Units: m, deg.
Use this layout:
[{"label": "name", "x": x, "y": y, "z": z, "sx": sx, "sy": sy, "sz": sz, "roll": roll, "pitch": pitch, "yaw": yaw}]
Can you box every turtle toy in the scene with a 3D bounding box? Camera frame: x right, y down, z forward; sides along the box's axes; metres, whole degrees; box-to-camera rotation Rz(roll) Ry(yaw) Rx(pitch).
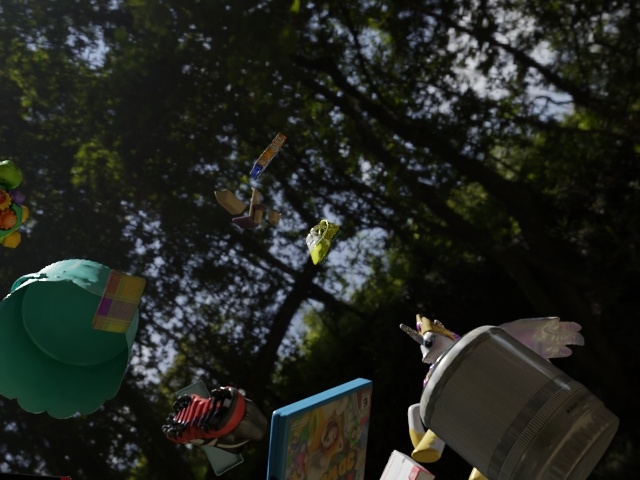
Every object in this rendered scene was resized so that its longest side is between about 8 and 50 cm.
[{"label": "turtle toy", "x": -0.454, "y": -0.055, "z": 0.962, "sx": 0.066, "sy": 0.095, "sz": 0.130, "roll": -49, "pitch": 31, "yaw": 41}]

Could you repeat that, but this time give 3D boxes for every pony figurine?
[{"label": "pony figurine", "x": 0.333, "y": 0.304, "z": 1.391, "sx": 0.364, "sy": 0.350, "sz": 0.303, "roll": -82, "pitch": -3, "yaw": -47}]

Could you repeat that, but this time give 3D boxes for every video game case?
[{"label": "video game case", "x": -0.002, "y": 0.196, "z": 0.513, "sx": 0.119, "sy": 0.015, "sz": 0.166, "roll": -3, "pitch": -81, "yaw": -57}]

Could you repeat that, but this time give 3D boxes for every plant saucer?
[{"label": "plant saucer", "x": -0.235, "y": 0.392, "z": 1.442, "sx": 0.067, "sy": 0.192, "sz": 0.018, "roll": -21, "pitch": -16, "yaw": -34}]

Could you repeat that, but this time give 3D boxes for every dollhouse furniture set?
[{"label": "dollhouse furniture set", "x": -0.137, "y": -0.088, "z": 1.318, "sx": 0.114, "sy": 0.090, "sz": 0.081, "roll": 44, "pitch": -134, "yaw": -50}]

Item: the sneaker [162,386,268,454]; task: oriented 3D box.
[{"label": "sneaker", "x": -0.196, "y": 0.348, "z": 1.299, "sx": 0.135, "sy": 0.276, "sz": 0.098, "roll": 35, "pitch": -125, "yaw": -25}]

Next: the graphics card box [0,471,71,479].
[{"label": "graphics card box", "x": -0.520, "y": 0.465, "z": 1.019, "sx": 0.371, "sy": 0.094, "sz": 0.233, "roll": 50, "pitch": -150, "yaw": -64}]

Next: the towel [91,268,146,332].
[{"label": "towel", "x": -0.275, "y": 0.084, "z": 0.942, "sx": 0.060, "sy": 0.009, "sz": 0.083, "roll": 20, "pitch": -91, "yaw": -48}]

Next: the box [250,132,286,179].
[{"label": "box", "x": -0.148, "y": -0.227, "z": 1.894, "sx": 0.136, "sy": 0.028, "sz": 0.081, "roll": -53, "pitch": 3, "yaw": -29}]

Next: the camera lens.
[{"label": "camera lens", "x": 0.323, "y": 0.294, "z": 1.163, "sx": 0.219, "sy": 0.274, "sz": 0.219, "roll": -31, "pitch": -40, "yaw": -30}]

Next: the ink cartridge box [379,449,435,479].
[{"label": "ink cartridge box", "x": 0.220, "y": 0.614, "z": 1.768, "sx": 0.056, "sy": 0.135, "sz": 0.099, "roll": 28, "pitch": -95, "yaw": -22}]

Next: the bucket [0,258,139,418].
[{"label": "bucket", "x": -0.486, "y": 0.177, "z": 1.329, "sx": 0.183, "sy": 0.281, "sz": 0.281, "roll": -108, "pitch": 28, "yaw": -73}]

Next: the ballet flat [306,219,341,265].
[{"label": "ballet flat", "x": 0.000, "y": 0.000, "z": 1.984, "sx": 0.077, "sy": 0.077, "sz": 0.231, "roll": -50, "pitch": 4, "yaw": 26}]
